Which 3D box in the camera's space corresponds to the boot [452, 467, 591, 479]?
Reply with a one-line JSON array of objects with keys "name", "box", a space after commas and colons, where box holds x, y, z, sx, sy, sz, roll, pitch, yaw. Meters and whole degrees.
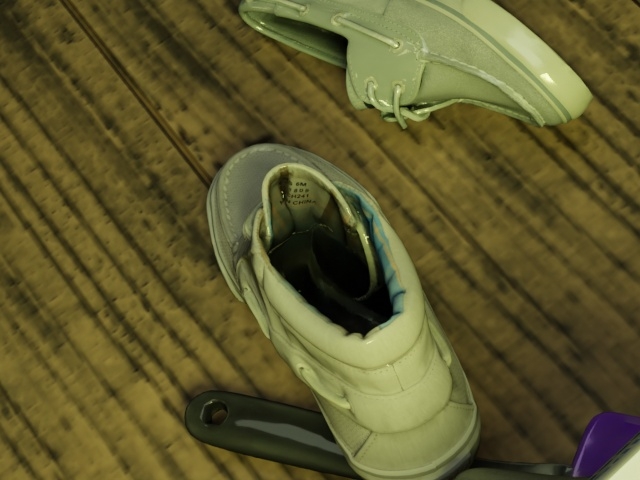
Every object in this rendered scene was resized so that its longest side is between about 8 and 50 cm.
[{"name": "boot", "box": [0.183, 0.098, 0.857, 0.246, 0.083, 0.161, 11, 59, 6]}]

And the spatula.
[{"name": "spatula", "box": [0.068, 0.111, 0.920, 0.296, 0.030, 0.084, 8, 68, 23]}]

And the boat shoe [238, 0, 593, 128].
[{"name": "boat shoe", "box": [0.045, -0.102, 1.037, 0.227, 0.079, 0.081, 32, 83, 36]}]

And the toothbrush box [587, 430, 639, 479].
[{"name": "toothbrush box", "box": [0.174, 0.221, 0.699, 0.216, 0.126, 0.295, -43, 81, -9]}]

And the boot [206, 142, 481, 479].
[{"name": "boot", "box": [0.000, 0.000, 0.933, 0.095, 0.123, 0.258, -27, 43, -8]}]
